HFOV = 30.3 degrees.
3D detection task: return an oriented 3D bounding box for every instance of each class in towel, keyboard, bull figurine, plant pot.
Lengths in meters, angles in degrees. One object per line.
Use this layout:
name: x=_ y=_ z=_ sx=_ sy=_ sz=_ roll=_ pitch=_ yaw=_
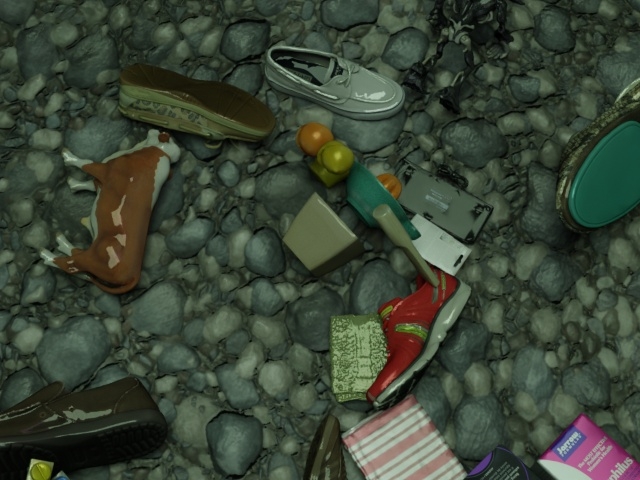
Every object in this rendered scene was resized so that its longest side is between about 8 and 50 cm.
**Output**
towel: x=0.067 y=0.191 z=1.948 sx=0.110 sy=0.027 sz=0.148 roll=-4 pitch=71 yaw=0
towel: x=0.140 y=0.358 z=1.890 sx=0.144 sy=0.029 sz=0.197 roll=-30 pitch=73 yaw=-12
keyboard: x=0.209 y=-0.078 z=2.046 sx=0.180 sy=0.023 sz=0.108 roll=30 pitch=80 yaw=10
bull figurine: x=-0.351 y=-0.064 z=2.006 sx=0.188 sy=0.101 sz=0.311 roll=7 pitch=68 yaw=7
plant pot: x=0.000 y=0.000 z=1.981 sx=0.096 sy=0.109 sz=0.109 roll=-43 pitch=75 yaw=0

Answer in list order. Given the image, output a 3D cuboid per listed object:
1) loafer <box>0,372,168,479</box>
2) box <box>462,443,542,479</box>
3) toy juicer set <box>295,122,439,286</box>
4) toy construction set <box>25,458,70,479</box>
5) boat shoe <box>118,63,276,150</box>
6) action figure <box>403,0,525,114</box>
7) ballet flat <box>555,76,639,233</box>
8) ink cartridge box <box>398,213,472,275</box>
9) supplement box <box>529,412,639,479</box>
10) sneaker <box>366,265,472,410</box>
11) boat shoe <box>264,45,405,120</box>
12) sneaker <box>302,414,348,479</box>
loafer: x=-0.431 y=0.300 z=1.877 sx=0.365 sy=0.134 sz=0.130 roll=-8 pitch=47 yaw=-12
box: x=0.313 y=0.465 z=1.758 sx=0.165 sy=0.143 sz=0.270 roll=-42 pitch=61 yaw=-12
toy juicer set: x=0.084 y=-0.088 z=1.917 sx=0.089 sy=0.209 sz=0.329 roll=-41 pitch=58 yaw=-4
toy construction set: x=-0.446 y=0.511 z=1.774 sx=0.215 sy=0.151 sz=0.328 roll=41 pitch=82 yaw=-12
boat shoe: x=-0.217 y=-0.226 z=2.076 sx=0.285 sy=0.089 sz=0.105 roll=20 pitch=38 yaw=7
action figure: x=0.254 y=-0.372 z=2.091 sx=0.164 sy=0.141 sz=0.276 roll=28 pitch=89 yaw=12
ballet flat: x=0.533 y=-0.185 z=2.011 sx=0.483 sy=0.182 sz=0.164 roll=-41 pitch=117 yaw=-16
ink cartridge box: x=0.192 y=0.012 z=2.010 sx=0.115 sy=0.029 sz=0.063 roll=34 pitch=74 yaw=11
supplement box: x=0.443 y=0.388 z=1.831 sx=0.220 sy=0.114 sz=0.111 roll=42 pitch=77 yaw=16
sneaker: x=0.136 y=0.155 z=1.915 sx=0.118 sy=0.107 sz=0.279 roll=32 pitch=57 yaw=8
boat shoe: x=0.024 y=-0.281 z=2.086 sx=0.258 sy=0.084 sz=0.095 roll=11 pitch=71 yaw=5
sneaker: x=0.013 y=0.374 z=1.874 sx=0.071 sy=0.066 sz=0.188 roll=18 pitch=76 yaw=-11
